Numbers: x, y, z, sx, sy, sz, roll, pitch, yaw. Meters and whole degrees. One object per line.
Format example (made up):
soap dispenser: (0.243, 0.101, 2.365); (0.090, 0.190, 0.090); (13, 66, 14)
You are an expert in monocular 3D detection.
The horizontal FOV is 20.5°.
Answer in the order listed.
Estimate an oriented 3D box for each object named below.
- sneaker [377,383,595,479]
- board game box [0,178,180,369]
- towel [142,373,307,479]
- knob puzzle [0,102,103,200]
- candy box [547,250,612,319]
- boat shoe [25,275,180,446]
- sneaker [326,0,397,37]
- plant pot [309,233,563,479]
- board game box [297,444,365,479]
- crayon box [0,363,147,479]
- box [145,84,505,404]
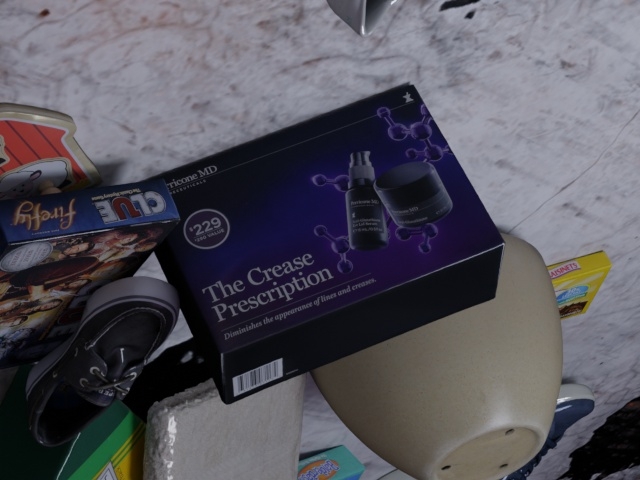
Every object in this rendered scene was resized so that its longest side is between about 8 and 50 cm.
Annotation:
sneaker: (0.233, 0.326, 2.361); (0.350, 0.148, 0.131); (-34, 153, 11)
board game box: (-0.242, 0.038, 1.486); (0.165, 0.042, 0.243); (-11, 155, -39)
towel: (-0.101, 0.225, 1.807); (0.282, 0.049, 0.187); (-15, 113, -60)
knob puzzle: (-0.273, -0.040, 1.375); (0.213, 0.030, 0.213); (-21, 153, -12)
candy box: (0.234, 0.073, 2.049); (0.206, 0.027, 0.105); (-15, 147, -24)
boat shoe: (-0.193, 0.112, 1.531); (0.080, 0.076, 0.228); (22, 139, -30)
sneaker: (0.087, -0.234, 1.294); (0.212, 0.094, 0.080); (-43, 148, 27)
plant pot: (0.143, 0.152, 1.885); (0.284, 0.191, 0.284); (-15, 147, -10)
board game box: (-0.050, 0.358, 2.190); (0.160, 0.047, 0.210); (-12, 138, -50)
crayon box: (-0.242, 0.337, 1.749); (0.313, 0.106, 0.363); (-67, 152, -19)
box: (0.000, 0.000, 1.528); (0.261, 0.184, 0.103); (-21, 150, -13)
